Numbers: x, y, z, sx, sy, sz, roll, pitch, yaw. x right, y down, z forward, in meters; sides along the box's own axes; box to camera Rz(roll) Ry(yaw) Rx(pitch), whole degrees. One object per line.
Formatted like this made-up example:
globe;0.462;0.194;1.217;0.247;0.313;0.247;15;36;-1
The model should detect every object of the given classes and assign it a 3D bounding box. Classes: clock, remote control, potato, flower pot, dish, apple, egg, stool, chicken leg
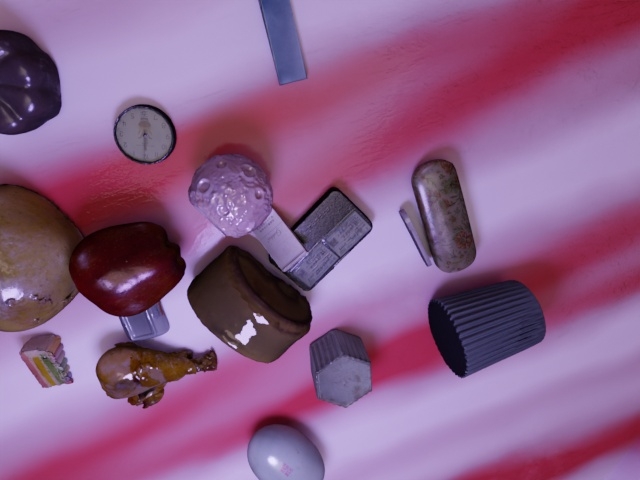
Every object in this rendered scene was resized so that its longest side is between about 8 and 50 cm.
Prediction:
clock;-0.541;-0.324;1.335;0.184;0.040;0.185;-3;109;-7
remote control;0.342;-0.007;1.556;0.022;0.077;0.245;-29;111;5
potato;-0.951;0.074;1.279;0.385;0.319;0.442;-28;108;1
flower pot;0.072;0.477;1.631;0.239;0.189;0.209;-33;110;4
dish;-0.632;0.261;1.512;0.151;0.077;0.212;-12;111;-3
apple;-0.598;0.085;1.354;0.316;0.288;0.288;-27;111;-8
egg;-0.129;0.875;1.724;0.230;0.230;0.371;-45;115;9
stool;0.612;0.313;1.605;0.330;0.297;0.297;-16;111;-7
chicken leg;-0.585;0.489;1.579;0.409;0.182;0.295;-3;120;-24

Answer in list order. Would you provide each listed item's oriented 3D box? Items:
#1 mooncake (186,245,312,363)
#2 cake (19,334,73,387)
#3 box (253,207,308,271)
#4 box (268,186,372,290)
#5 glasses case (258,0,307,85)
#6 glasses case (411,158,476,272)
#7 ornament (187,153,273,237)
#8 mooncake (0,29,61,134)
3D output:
mooncake;-0.224;0.214;1.478;0.246;0.393;0.394;-46;149;9
cake;-0.966;0.431;1.546;0.109;0.090;0.225;-6;129;-8
box;-0.142;-0.003;1.465;0.109;0.029;0.198;-40;81;10
box;0.000;0.000;1.522;0.350;0.058;0.211;-44;111;8
glasses case;-0.121;-0.609;1.296;0.105;0.056;0.266;-24;113;-25
glasses case;0.439;-0.079;1.533;0.156;0.098;0.425;-22;111;-3
ornament;-0.267;-0.146;1.330;0.225;0.259;0.259;-47;110;-10
mooncake;-0.893;-0.427;1.191;0.306;0.154;0.306;-2;112;-6
